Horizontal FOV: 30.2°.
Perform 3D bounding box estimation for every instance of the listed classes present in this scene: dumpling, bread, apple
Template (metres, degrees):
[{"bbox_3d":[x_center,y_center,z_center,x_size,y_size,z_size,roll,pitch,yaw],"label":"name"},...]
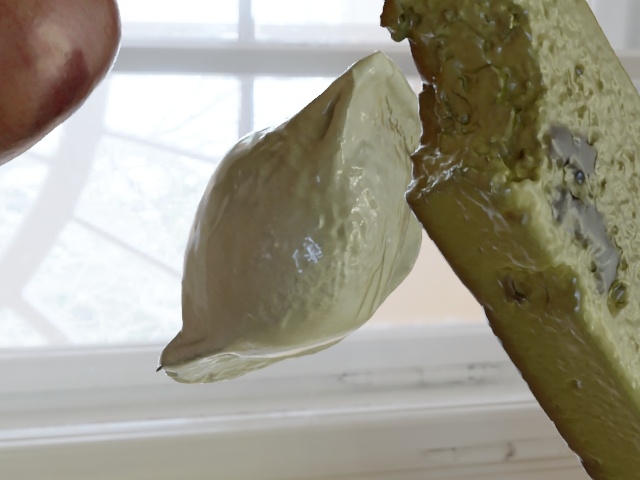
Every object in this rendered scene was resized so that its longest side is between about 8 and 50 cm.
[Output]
[{"bbox_3d":[0.002,-0.004,0.695,0.126,0.166,0.215,15,-82,40],"label":"dumpling"},{"bbox_3d":[0.083,-0.010,0.398,0.049,0.088,0.226,-6,-51,48],"label":"bread"},{"bbox_3d":[-0.185,-0.111,0.637,0.120,0.153,0.153,55,3,-31],"label":"apple"}]
